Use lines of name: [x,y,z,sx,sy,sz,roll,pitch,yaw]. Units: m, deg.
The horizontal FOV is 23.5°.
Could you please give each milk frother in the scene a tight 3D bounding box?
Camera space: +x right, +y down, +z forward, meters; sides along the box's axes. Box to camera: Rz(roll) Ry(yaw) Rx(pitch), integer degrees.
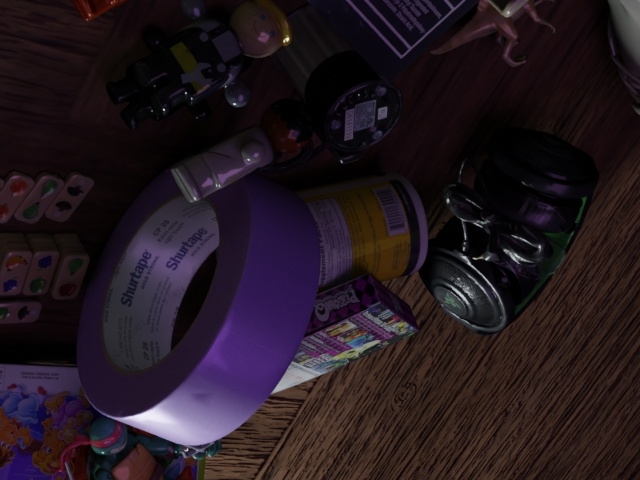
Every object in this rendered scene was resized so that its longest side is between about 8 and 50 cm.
milk frother: [-0.017,-0.141,1.493,0.143,0.134,0.129,-3,131,-31]

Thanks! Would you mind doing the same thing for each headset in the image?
headset: [0.227,-0.002,1.712,0.243,0.185,0.394,-58,155,3]

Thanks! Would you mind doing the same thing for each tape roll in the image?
tape roll: [-0.123,0.056,1.497,0.090,0.275,0.275,28,111,-34]

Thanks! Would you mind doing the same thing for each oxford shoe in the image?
oxford shoe: [0.396,-0.191,1.707,0.130,0.169,0.449,-43,144,12]

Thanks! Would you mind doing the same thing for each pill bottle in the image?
pill bottle: [0.000,0.000,1.655,0.208,0.119,0.119,-12,135,-24]

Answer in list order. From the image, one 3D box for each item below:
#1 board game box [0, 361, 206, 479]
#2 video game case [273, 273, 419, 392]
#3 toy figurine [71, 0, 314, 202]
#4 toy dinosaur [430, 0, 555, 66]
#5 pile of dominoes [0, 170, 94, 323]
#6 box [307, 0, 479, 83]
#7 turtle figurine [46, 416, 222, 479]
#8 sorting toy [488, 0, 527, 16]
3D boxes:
board game box: [-0.286,0.248,1.638,0.347,0.078,0.233,6,85,-38]
video game case: [-0.010,0.111,1.716,0.210,0.041,0.232,-23,165,9]
toy figurine: [-0.104,-0.162,1.358,0.148,0.209,0.213,-31,141,-13]
toy dinosaur: [0.190,-0.233,1.621,0.183,0.053,0.092,-39,125,-7]
pile of dominoes: [-0.349,0.020,1.499,0.251,0.040,0.196,-1,130,-34]
box: [0.061,-0.347,1.306,0.294,0.182,0.296,-40,140,9]
turtle figurine: [-0.183,0.252,1.595,0.175,0.118,0.234,-38,131,-14]
sorting toy: [0.195,-0.312,1.429,0.348,0.196,0.047,-41,127,7]
